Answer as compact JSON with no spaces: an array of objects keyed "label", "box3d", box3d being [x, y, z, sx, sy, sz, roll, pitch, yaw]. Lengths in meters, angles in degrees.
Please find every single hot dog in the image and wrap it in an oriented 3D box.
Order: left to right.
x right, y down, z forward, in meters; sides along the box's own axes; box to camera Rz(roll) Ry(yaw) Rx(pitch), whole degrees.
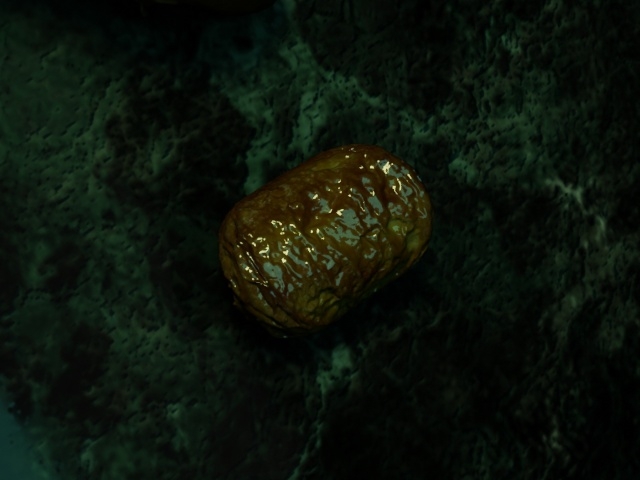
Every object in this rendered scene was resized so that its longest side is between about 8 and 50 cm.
[{"label":"hot dog","box3d":[0.002,0.001,0.989,0.147,0.065,0.099,-35,101,-23]}]

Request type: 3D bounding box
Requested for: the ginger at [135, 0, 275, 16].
[{"label":"ginger","box3d":[-0.139,-0.192,0.896,0.309,0.133,0.107,7,44,-25]}]
